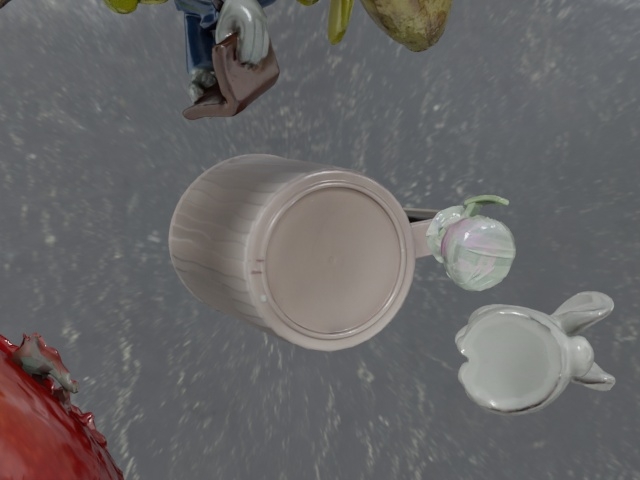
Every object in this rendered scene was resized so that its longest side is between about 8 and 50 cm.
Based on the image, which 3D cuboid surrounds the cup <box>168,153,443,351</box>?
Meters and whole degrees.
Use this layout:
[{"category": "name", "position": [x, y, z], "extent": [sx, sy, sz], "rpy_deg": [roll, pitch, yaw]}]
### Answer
[{"category": "cup", "position": [-0.007, 0.018, 1.435], "extent": [0.288, 0.273, 0.208], "rpy_deg": [21, 88, -22]}]

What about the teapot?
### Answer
[{"category": "teapot", "position": [0.129, -0.004, 1.040], "extent": [0.064, 0.064, 0.083], "rpy_deg": [16, 104, -31]}]

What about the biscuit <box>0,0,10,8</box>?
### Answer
[{"category": "biscuit", "position": [-0.240, -0.273, 0.955], "extent": [0.081, 0.289, 0.334], "rpy_deg": [38, 53, 0]}]

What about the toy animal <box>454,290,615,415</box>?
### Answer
[{"category": "toy animal", "position": [0.247, 0.131, 1.428], "extent": [0.178, 0.193, 0.128], "rpy_deg": [-11, 85, 25]}]

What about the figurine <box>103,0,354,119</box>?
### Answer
[{"category": "figurine", "position": [-0.125, -0.241, 1.252], "extent": [0.338, 0.204, 0.284], "rpy_deg": [10, 62, -10]}]

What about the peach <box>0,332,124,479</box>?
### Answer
[{"category": "peach", "position": [-0.243, 0.141, 0.457], "extent": [0.370, 0.370, 0.370], "rpy_deg": [0, 89, -2]}]

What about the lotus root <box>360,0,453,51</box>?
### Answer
[{"category": "lotus root", "position": [0.067, -0.284, 1.151], "extent": [0.110, 0.097, 0.258], "rpy_deg": [-37, 134, -3]}]
